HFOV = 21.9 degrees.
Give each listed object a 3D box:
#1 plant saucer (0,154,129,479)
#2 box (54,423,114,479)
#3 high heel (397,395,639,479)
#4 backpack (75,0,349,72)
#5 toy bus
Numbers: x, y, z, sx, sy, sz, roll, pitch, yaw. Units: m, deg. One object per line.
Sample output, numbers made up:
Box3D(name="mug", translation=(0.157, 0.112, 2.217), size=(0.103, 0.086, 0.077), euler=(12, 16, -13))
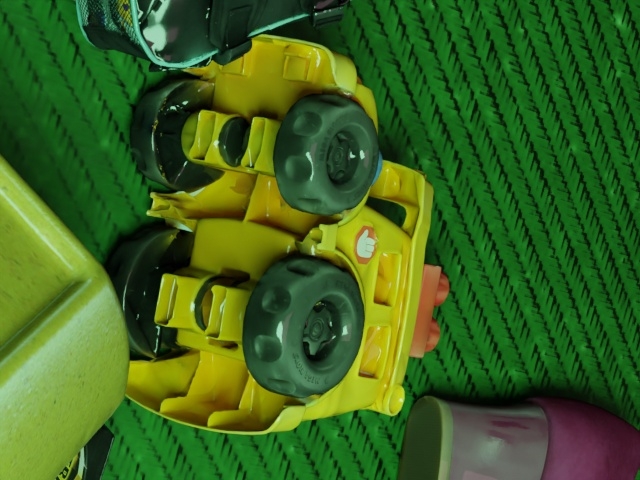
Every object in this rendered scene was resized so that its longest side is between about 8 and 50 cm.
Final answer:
Box3D(name="plant saucer", translation=(-0.233, -0.003, 0.664), size=(0.333, 0.081, 0.332), euler=(48, 30, -5))
Box3D(name="box", translation=(-0.225, 0.119, 0.768), size=(0.257, 0.079, 0.322), euler=(59, 24, -29))
Box3D(name="high heel", translation=(0.129, 0.293, 1.120), size=(0.181, 0.127, 0.377), euler=(9, 91, -24))
Box3D(name="backpack", translation=(-0.070, -0.205, 0.883), size=(0.166, 0.144, 0.188), euler=(-24, 123, -28))
Box3D(name="toy bus", translation=(0.000, 0.000, 0.984), size=(0.211, 0.149, 0.220), euler=(6, 93, -48))
